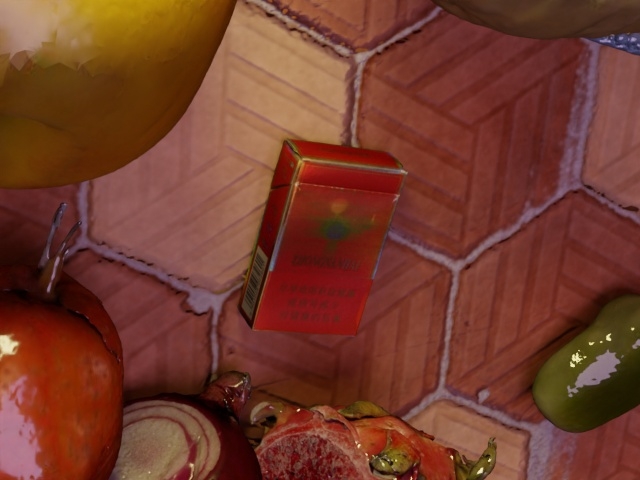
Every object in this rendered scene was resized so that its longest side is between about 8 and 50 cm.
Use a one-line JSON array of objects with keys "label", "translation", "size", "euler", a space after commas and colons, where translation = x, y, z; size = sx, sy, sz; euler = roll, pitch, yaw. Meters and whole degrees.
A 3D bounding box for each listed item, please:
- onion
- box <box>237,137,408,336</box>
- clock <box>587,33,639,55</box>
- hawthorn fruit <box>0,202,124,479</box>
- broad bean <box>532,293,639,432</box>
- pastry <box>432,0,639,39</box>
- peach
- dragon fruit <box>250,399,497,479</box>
[{"label": "onion", "translation": [-0.121, 0.210, 1.288], "size": [0.198, 0.173, 0.135], "euler": [-46, 153, -40]}, {"label": "box", "translation": [0.000, -0.001, 1.279], "size": [0.112, 0.048, 0.175], "euler": [7, 113, -26]}, {"label": "clock", "translation": [0.282, -0.243, 1.252], "size": [0.231, 0.103, 0.144], "euler": [9, 110, -31]}, {"label": "hawthorn fruit", "translation": [-0.250, 0.105, 1.129], "size": [0.211, 0.211, 0.299], "euler": [11, 104, -30]}, {"label": "broad bean", "translation": [0.305, 0.129, 1.484], "size": [0.174, 0.082, 0.124], "euler": [-43, 126, 14]}, {"label": "pastry", "translation": [0.179, -0.331, 1.025], "size": [0.388, 0.312, 0.388], "euler": [-2, 96, -21]}, {"label": "peach", "translation": [-0.191, -0.198, 0.958], "size": [0.289, 0.289, 0.308], "euler": [29, 63, -34]}, {"label": "dragon fruit", "translation": [0.020, 0.239, 1.315], "size": [0.282, 0.211, 0.147], "euler": [-33, 143, 30]}]
